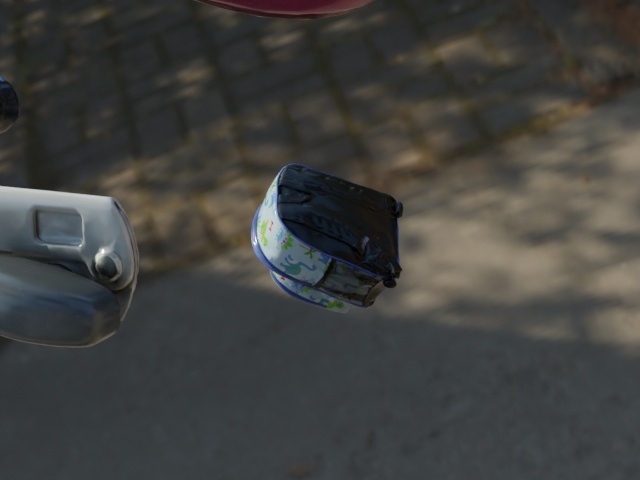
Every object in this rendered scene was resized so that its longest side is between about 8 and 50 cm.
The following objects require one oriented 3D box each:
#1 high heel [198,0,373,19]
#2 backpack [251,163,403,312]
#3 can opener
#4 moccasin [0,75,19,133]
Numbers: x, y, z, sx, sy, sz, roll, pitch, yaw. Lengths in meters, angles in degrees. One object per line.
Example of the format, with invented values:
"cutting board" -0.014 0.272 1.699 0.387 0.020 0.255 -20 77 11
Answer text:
"high heel" 0.071 -0.220 0.983 0.377 0.181 0.127 -13 71 -13
"backpack" 0.000 0.000 1.542 0.084 0.114 0.105 -52 22 38
"can opener" -0.232 0.002 1.081 0.280 0.074 0.093 8 17 25
"moccasin" -0.350 -0.104 1.486 0.117 0.138 0.342 0 14 -36
